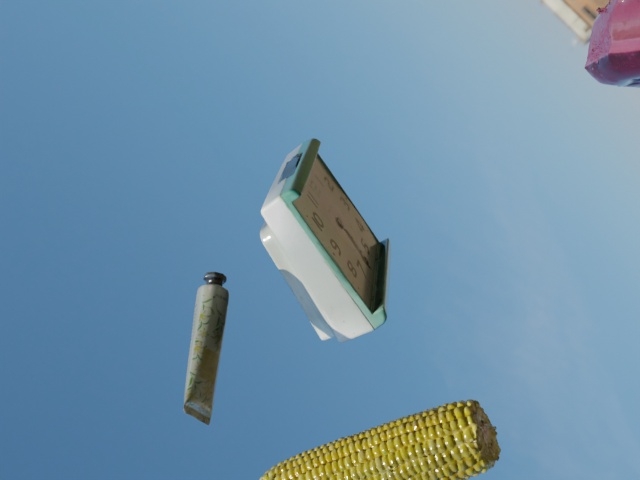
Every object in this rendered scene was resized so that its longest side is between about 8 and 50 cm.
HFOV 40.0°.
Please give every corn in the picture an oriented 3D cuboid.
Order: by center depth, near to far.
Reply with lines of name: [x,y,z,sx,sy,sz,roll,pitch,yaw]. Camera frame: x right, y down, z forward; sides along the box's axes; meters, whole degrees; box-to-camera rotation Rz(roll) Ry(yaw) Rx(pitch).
corn: [0.053,0.227,0.869,0.081,0.248,0.081,-22,-90,-76]

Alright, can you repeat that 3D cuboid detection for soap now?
soap: [0.527,-0.290,1.244,0.220,0.127,0.325,2,-178,-28]

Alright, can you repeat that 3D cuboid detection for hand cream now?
hand cream: [-0.144,0.133,1.124,0.067,0.042,0.195,55,-146,-57]

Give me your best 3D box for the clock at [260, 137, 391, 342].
clock: [0.000,0.000,1.264,0.231,0.116,0.262,55,-164,-15]
